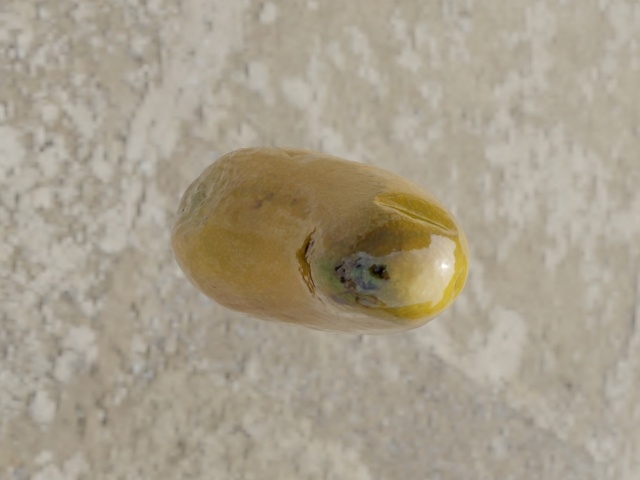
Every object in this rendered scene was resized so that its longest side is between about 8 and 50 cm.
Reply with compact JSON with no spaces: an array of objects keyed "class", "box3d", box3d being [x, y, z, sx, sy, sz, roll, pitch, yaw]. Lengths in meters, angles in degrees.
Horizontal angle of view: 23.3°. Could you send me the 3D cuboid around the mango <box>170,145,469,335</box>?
[{"class":"mango","box3d":[0.000,0.000,0.627,0.098,0.190,0.075,-3,95,-27]}]
